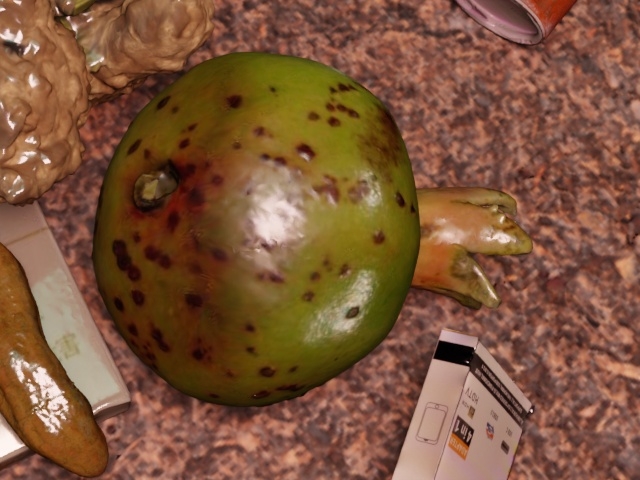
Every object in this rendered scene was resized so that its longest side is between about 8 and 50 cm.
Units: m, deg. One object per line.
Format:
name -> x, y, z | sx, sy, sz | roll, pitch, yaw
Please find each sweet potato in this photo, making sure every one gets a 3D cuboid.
sweet potato -> -0.193, 0.073, 0.931 | 0.054, 0.053, 0.182 | -25, 81, -11

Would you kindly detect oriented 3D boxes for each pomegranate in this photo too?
pomegranate -> -0.009, 0.013, 0.958 | 0.286, 0.231, 0.231 | 30, 71, -22

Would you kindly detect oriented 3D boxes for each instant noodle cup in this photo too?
instant noodle cup -> 0.166, -0.227, 1.096 | 0.127, 0.127, 0.136 | 34, 82, 1

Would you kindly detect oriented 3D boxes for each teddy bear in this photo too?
teddy bear -> -0.176, -0.189, 0.944 | 0.246, 0.222, 0.296 | 24, 102, 9

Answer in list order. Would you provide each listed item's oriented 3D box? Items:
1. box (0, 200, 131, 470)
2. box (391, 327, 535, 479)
box -> -0.298, -0.007, 0.990 | 0.204, 0.051, 0.365 | -24, 80, -16
box -> 0.076, 0.196, 0.957 | 0.033, 0.129, 0.247 | 10, 70, 29
